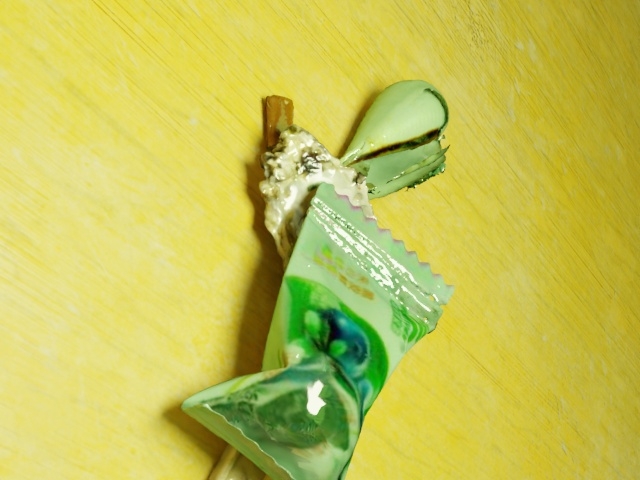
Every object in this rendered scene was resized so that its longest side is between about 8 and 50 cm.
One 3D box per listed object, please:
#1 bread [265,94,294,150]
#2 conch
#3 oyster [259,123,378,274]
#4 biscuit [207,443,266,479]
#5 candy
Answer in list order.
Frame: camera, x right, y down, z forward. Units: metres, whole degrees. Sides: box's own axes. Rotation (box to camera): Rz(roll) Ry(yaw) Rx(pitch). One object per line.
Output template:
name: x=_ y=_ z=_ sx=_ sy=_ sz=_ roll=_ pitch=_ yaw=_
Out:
bread: x=-0.061 y=-0.172 z=1.180 sx=0.047 sy=0.036 sz=0.083 roll=6 pitch=78 yaw=-40
conch: x=0.131 y=-0.156 z=1.318 sx=0.143 sy=0.137 sz=0.251 roll=48 pitch=49 yaw=-32
oyster: x=0.001 y=-0.001 z=1.179 sx=0.201 sy=0.107 sz=0.355 roll=-18 pitch=108 yaw=-29
biscuit: x=-0.124 y=0.324 z=0.984 sx=0.056 sy=0.052 sz=0.188 roll=46 pitch=47 yaw=-18
candy: x=0.016 y=0.138 z=1.039 sx=0.263 sy=0.172 sz=0.398 roll=43 pitch=63 yaw=-21
